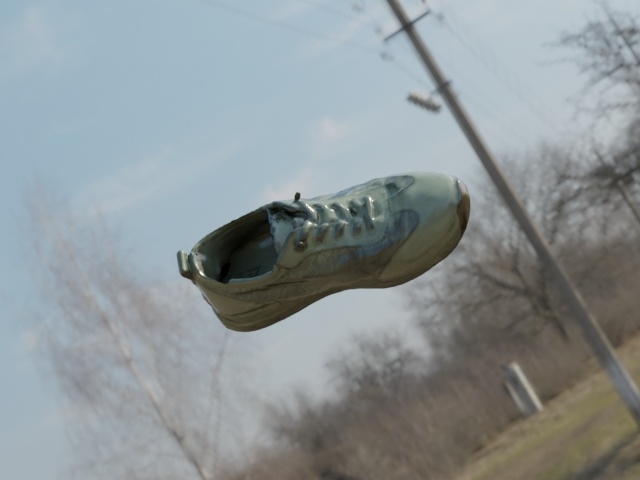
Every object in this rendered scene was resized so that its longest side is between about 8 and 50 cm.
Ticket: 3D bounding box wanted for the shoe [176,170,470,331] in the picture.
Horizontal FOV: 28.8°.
[{"bbox_3d":[0.000,0.000,1.093,0.275,0.103,0.098,-23,-34,21],"label":"shoe"}]
